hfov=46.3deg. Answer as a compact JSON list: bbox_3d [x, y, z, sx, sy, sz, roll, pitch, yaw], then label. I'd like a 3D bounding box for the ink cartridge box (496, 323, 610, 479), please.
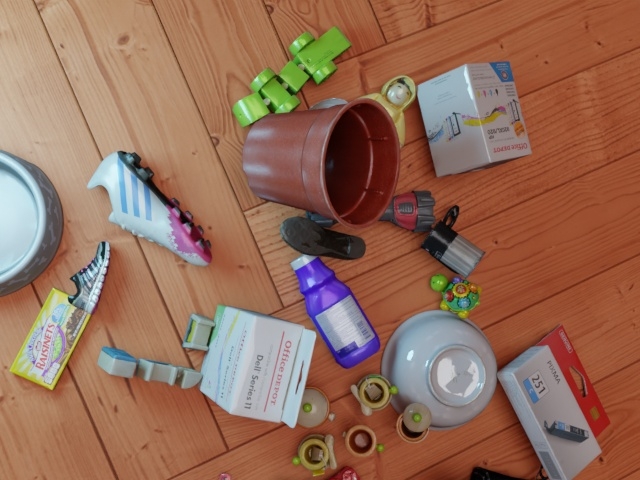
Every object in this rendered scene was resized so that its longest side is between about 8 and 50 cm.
[{"bbox_3d":[0.593,0.387,1.820,0.261,0.066,0.296,-29,93,-29],"label":"ink cartridge box"}]

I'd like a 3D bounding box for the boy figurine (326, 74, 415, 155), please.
[{"bbox_3d":[0.138,-0.279,1.808,0.177,0.092,0.285,42,83,-1],"label":"boy figurine"}]

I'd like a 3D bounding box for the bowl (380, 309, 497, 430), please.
[{"bbox_3d":[0.302,0.315,1.780,0.297,0.134,0.298,0,87,-10],"label":"bowl"}]

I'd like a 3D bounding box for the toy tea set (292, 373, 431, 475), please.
[{"bbox_3d":[0.080,0.406,1.696,0.336,0.124,0.200,-16,77,4],"label":"toy tea set"}]

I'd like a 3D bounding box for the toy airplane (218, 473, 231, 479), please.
[{"bbox_3d":[-0.257,0.605,1.713,0.151,0.028,0.151,1,85,-10],"label":"toy airplane"}]

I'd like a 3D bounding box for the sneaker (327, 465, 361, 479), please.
[{"bbox_3d":[0.006,0.573,1.747,0.221,0.087,0.128,28,73,-20],"label":"sneaker"}]

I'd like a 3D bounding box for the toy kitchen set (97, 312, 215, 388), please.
[{"bbox_3d":[-0.369,0.230,1.690,0.207,0.122,0.166,18,83,-29],"label":"toy kitchen set"}]

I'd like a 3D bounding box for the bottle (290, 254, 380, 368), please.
[{"bbox_3d":[0.028,0.158,1.759,0.118,0.092,0.283,-32,92,-8],"label":"bottle"}]

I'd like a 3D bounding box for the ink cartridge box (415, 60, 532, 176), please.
[{"bbox_3d":[0.365,-0.285,1.783,0.171,0.168,0.233,-14,90,-39],"label":"ink cartridge box"}]

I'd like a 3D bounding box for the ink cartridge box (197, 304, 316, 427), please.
[{"bbox_3d":[-0.143,0.256,1.582,0.119,0.353,0.207,16,84,-22],"label":"ink cartridge box"}]

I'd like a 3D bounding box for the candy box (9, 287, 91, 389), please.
[{"bbox_3d":[-0.598,0.219,1.675,0.105,0.027,0.206,26,82,-6],"label":"candy box"}]

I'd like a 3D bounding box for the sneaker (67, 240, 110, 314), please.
[{"bbox_3d":[-0.518,0.077,1.671,0.074,0.063,0.170,15,75,-11],"label":"sneaker"}]

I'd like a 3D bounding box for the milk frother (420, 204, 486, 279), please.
[{"bbox_3d":[0.335,0.000,1.801,0.134,0.129,0.143,37,88,9],"label":"milk frother"}]

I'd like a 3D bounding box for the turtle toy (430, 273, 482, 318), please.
[{"bbox_3d":[0.328,0.125,1.820,0.130,0.066,0.095,24,67,23],"label":"turtle toy"}]

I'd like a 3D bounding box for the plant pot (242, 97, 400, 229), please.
[{"bbox_3d":[-0.011,-0.174,1.632,0.272,0.265,0.272,-14,108,-49],"label":"plant pot"}]

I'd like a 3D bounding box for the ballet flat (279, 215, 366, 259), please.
[{"bbox_3d":[0.000,0.000,1.739,0.250,0.058,0.084,12,82,-39],"label":"ballet flat"}]

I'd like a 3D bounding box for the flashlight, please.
[{"bbox_3d":[0.117,-0.069,1.792,0.304,0.103,0.103,-1,125,-6],"label":"flashlight"}]

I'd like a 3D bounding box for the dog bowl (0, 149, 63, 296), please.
[{"bbox_3d":[-0.748,-0.044,1.626,0.348,0.102,0.349,1,86,-10],"label":"dog bowl"}]

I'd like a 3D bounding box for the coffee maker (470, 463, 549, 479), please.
[{"bbox_3d":[0.455,0.606,1.812,0.178,0.120,0.171,17,61,-10],"label":"coffee maker"}]

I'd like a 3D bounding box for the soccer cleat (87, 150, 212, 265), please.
[{"bbox_3d":[-0.387,-0.050,1.699,0.143,0.116,0.331,-40,92,6],"label":"soccer cleat"}]

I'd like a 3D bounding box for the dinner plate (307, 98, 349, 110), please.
[{"bbox_3d":[0.015,-0.284,1.781,0.141,0.017,0.141,-10,58,16],"label":"dinner plate"}]

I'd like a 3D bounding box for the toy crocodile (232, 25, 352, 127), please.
[{"bbox_3d":[-0.063,-0.387,1.780,0.115,0.105,0.340,46,76,-4],"label":"toy crocodile"}]
